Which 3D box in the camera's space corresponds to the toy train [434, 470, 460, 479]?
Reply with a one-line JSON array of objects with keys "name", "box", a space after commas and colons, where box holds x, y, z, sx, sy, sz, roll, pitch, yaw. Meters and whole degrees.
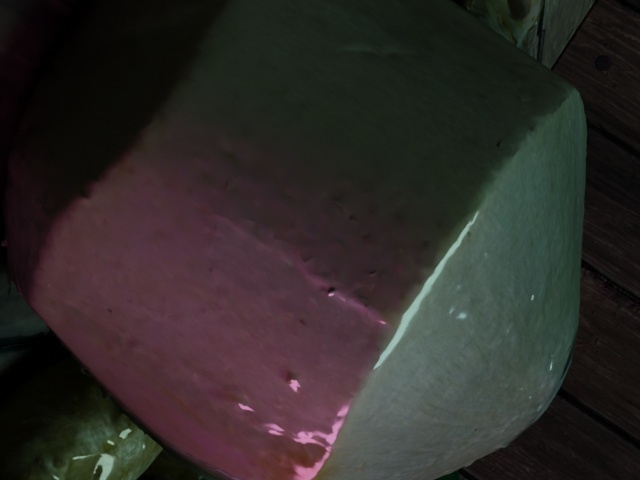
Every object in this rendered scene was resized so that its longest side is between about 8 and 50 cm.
[{"name": "toy train", "box": [0.029, 0.218, 0.961, 0.178, 0.429, 0.249, -7, 158, -19]}]

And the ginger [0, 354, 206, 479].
[{"name": "ginger", "box": [-0.035, 0.047, 0.775, 0.363, 0.122, 0.348, -45, 178, -11]}]

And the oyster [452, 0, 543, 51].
[{"name": "oyster", "box": [0.119, -0.228, 0.777, 0.221, 0.096, 0.361, -64, 170, 17]}]

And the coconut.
[{"name": "coconut", "box": [0.001, -0.002, 0.500, 0.241, 0.241, 0.241, -55, 171, -12]}]
